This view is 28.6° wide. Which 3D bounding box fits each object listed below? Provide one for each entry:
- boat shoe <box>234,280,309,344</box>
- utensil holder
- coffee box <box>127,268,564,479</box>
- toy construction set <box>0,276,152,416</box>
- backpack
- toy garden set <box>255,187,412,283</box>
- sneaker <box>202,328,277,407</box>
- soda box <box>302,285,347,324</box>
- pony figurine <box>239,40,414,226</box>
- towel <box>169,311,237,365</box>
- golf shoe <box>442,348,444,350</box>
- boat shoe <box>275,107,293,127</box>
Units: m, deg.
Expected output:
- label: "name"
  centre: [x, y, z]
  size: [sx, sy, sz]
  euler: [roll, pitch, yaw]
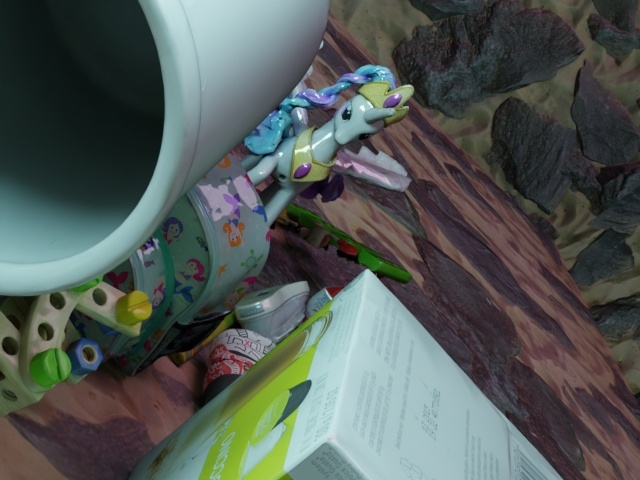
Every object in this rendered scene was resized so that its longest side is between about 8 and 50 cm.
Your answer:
- label: "boat shoe"
  centre: [-0.063, 0.107, 1.733]
  size: [0.227, 0.079, 0.081]
  euler: [-24, 101, -76]
- label: "utensil holder"
  centre: [-0.190, -0.179, 1.040]
  size: [0.327, 0.327, 0.385]
  euler: [50, 27, -7]
- label: "coffee box"
  centre: [0.016, 0.298, 1.074]
  size: [0.338, 0.334, 0.337]
  euler: [47, 18, -9]
- label: "toy construction set"
  centre: [-0.317, 0.022, 1.086]
  size: [0.328, 0.151, 0.215]
  euler: [42, 43, -7]
- label: "backpack"
  centre: [-0.183, -0.002, 1.319]
  size: [0.191, 0.253, 0.225]
  euler: [-18, 71, -51]
- label: "toy garden set"
  centre: [0.000, 0.000, 2.011]
  size: [0.244, 0.049, 0.204]
  euler: [33, 5, 34]
- label: "sneaker"
  centre: [-0.034, 0.214, 1.535]
  size: [0.270, 0.090, 0.145]
  euler: [40, 22, -26]
- label: "soda box"
  centre: [0.045, 0.127, 1.934]
  size: [0.092, 0.083, 0.263]
  euler: [56, 17, 13]
- label: "pony figurine"
  centre: [-0.023, -0.122, 1.756]
  size: [0.303, 0.363, 0.351]
  euler: [50, 10, -12]
- label: "towel"
  centre: [-0.166, 0.086, 1.583]
  size: [0.102, 0.021, 0.237]
  euler: [57, 16, -1]
- label: "golf shoe"
  centre: [0.228, 0.262, 2.175]
  size: [0.086, 0.069, 0.176]
  euler: [48, 17, -33]
- label: "boat shoe"
  centre: [-0.089, -0.212, 2.259]
  size: [0.285, 0.092, 0.103]
  euler: [39, 21, -36]
